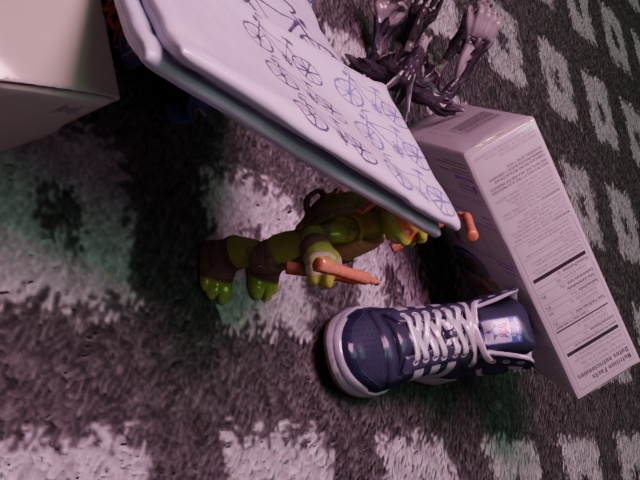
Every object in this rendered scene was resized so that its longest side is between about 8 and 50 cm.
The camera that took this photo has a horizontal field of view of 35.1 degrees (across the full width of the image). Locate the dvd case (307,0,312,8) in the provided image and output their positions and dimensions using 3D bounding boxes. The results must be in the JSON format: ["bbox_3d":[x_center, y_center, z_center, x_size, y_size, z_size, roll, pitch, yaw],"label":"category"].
[{"bbox_3d":[-0.038,-0.271,1.142,0.087,0.013,0.119,26,54,-50],"label":"dvd case"}]

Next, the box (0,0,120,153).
[{"bbox_3d":[-0.243,-0.181,0.651,0.127,0.148,0.232,0,75,-57],"label":"box"}]

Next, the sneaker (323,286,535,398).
[{"bbox_3d":[0.131,0.106,1.089,0.282,0.153,0.099,9,68,-56],"label":"sneaker"}]

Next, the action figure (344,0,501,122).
[{"bbox_3d":[0.132,-0.251,1.263,0.276,0.164,0.141,-58,167,-56],"label":"action figure"}]

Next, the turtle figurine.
[{"bbox_3d":[0.000,0.000,0.876,0.269,0.217,0.087,-22,95,-58],"label":"turtle figurine"}]

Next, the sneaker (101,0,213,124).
[{"bbox_3d":[-0.149,-0.191,0.872,0.221,0.083,0.087,50,44,-29],"label":"sneaker"}]

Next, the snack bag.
[{"bbox_3d":[-0.050,-0.172,0.796,0.323,0.037,0.342,27,28,-44],"label":"snack bag"}]

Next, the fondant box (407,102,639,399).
[{"bbox_3d":[0.233,0.003,1.234,0.330,0.096,0.238,63,-7,-17],"label":"fondant box"}]
